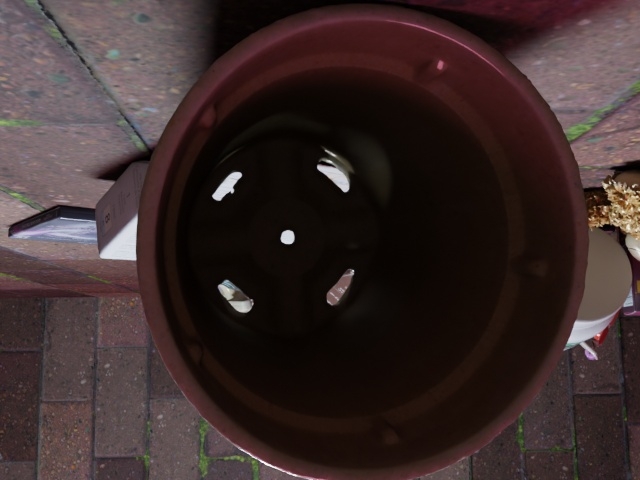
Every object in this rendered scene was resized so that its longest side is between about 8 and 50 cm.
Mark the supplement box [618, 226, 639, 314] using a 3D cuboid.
[{"bbox_3d":[0.597,0.037,1.307,0.104,0.188,0.081,-2,171,10],"label":"supplement box"}]

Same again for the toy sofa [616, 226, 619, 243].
[{"bbox_3d":[0.779,0.055,1.502,0.362,0.177,0.150,5,170,-33],"label":"toy sofa"}]

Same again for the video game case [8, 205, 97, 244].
[{"bbox_3d":[-0.441,-0.023,1.370,0.196,0.026,0.274,6,171,-39],"label":"video game case"}]

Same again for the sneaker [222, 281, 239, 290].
[{"bbox_3d":[-0.234,0.067,1.759,0.267,0.101,0.106,0,170,-8],"label":"sneaker"}]

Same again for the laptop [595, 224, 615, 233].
[{"bbox_3d":[0.419,0.112,1.659,0.381,0.237,0.408,-2,172,5],"label":"laptop"}]

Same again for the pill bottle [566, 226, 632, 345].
[{"bbox_3d":[0.433,0.100,1.367,0.204,0.204,0.361,-1,164,4],"label":"pill bottle"}]

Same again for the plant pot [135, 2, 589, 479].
[{"bbox_3d":[0.000,0.000,0.651,0.333,0.334,0.305,2,-179,-17],"label":"plant pot"}]

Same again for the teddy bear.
[{"bbox_3d":[0.503,-0.033,1.087,0.245,0.113,0.338,1,172,2],"label":"teddy bear"}]

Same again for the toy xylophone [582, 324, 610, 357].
[{"bbox_3d":[0.647,0.113,1.616,0.081,0.323,0.236,31,-172,25],"label":"toy xylophone"}]

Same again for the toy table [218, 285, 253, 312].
[{"bbox_3d":[-0.236,0.156,2.007,0.274,0.252,0.160,-20,178,42],"label":"toy table"}]

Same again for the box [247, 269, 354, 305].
[{"bbox_3d":[0.045,0.042,1.160,0.143,0.191,0.381,44,156,-17],"label":"box"}]

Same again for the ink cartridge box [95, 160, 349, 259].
[{"bbox_3d":[-0.083,-0.074,0.971,0.308,0.091,0.385,6,153,-37],"label":"ink cartridge box"}]
